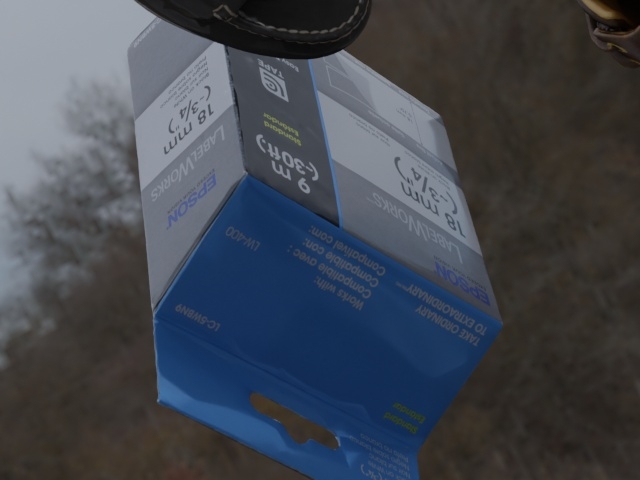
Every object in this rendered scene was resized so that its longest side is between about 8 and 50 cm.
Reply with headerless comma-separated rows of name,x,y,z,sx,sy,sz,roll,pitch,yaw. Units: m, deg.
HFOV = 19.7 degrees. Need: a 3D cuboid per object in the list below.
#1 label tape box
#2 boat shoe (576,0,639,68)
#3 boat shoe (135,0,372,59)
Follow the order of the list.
label tape box,0.000,0.000,1.233,0.106,0.241,0.333,-41,38,26
boat shoe,0.100,-0.081,0.530,0.060,0.064,0.178,-19,-26,2
boat shoe,-0.098,-0.205,1.034,0.112,0.335,0.095,-58,21,-6
